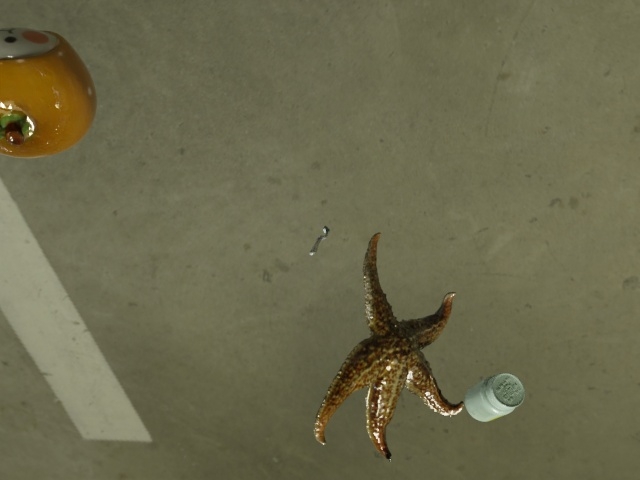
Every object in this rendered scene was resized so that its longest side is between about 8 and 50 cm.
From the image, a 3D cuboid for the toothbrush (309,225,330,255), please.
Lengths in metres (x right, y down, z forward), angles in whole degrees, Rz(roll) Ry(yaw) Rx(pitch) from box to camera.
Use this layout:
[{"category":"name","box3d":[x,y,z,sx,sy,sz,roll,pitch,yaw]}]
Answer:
[{"category":"toothbrush","box3d":[0.000,0.000,0.809,0.011,0.131,0.013,-36,98,18]}]

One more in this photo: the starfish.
[{"category":"starfish","box3d":[0.072,0.113,0.550,0.056,0.213,0.238,-1,103,54]}]

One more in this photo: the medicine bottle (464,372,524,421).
[{"category":"medicine bottle","box3d":[0.211,0.191,0.645,0.047,0.047,0.083,17,152,0]}]

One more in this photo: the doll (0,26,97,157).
[{"category":"doll","box3d":[-0.462,-0.207,0.820,0.213,0.236,0.214,-9,139,-8]}]
